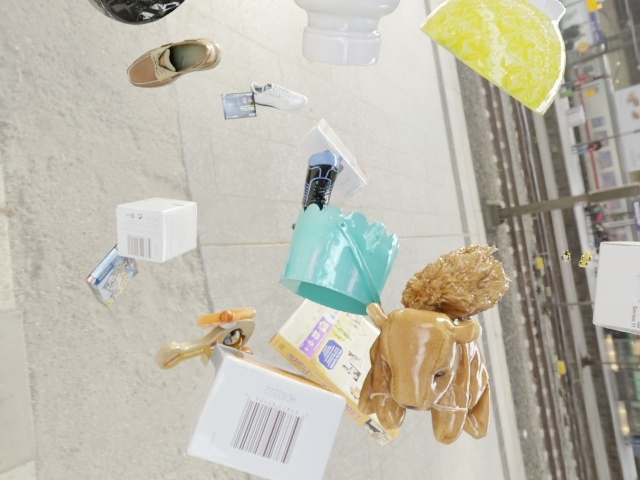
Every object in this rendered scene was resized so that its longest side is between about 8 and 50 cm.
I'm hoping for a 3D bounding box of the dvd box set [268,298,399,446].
[{"bbox_3d":[0.086,0.338,1.257,0.420,0.062,0.307,41,34,2],"label":"dvd box set"}]

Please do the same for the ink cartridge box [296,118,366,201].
[{"bbox_3d":[0.053,-0.341,1.808,0.306,0.131,0.226,47,20,-14],"label":"ink cartridge box"}]

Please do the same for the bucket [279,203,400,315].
[{"bbox_3d":[0.044,0.056,1.034,0.281,0.281,0.183,37,66,-45],"label":"bucket"}]

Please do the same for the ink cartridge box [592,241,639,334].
[{"bbox_3d":[0.580,0.079,0.794,0.208,0.086,0.153,1,94,-47],"label":"ink cartridge box"}]

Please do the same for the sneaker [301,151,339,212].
[{"bbox_3d":[-0.001,-0.125,1.046,0.232,0.081,0.091,110,-17,-70],"label":"sneaker"}]

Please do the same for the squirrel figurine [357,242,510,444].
[{"bbox_3d":[0.211,0.180,0.849,0.397,0.281,0.370,-69,152,-20],"label":"squirrel figurine"}]

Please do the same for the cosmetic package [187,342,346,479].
[{"bbox_3d":[-0.137,0.337,0.900,0.230,0.453,0.162,23,74,-11],"label":"cosmetic package"}]

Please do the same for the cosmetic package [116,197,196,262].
[{"bbox_3d":[-0.483,-0.037,1.281,0.183,0.151,0.152,-43,140,-70],"label":"cosmetic package"}]

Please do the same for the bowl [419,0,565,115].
[{"bbox_3d":[0.345,-0.379,0.790,0.289,0.156,0.289,25,31,-17],"label":"bowl"}]

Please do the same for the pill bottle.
[{"bbox_3d":[0.044,-0.441,0.641,0.176,0.176,0.319,-44,146,-51],"label":"pill bottle"}]

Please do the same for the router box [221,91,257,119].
[{"bbox_3d":[-0.302,-0.500,1.591,0.038,0.122,0.092,-121,-156,-71],"label":"router box"}]

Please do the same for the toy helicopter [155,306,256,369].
[{"bbox_3d":[-0.344,0.314,1.346,0.355,0.140,0.235,-7,131,-51],"label":"toy helicopter"}]

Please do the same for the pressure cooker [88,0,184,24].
[{"bbox_3d":[-0.531,-0.796,1.028,0.370,0.375,0.420,-42,88,-24],"label":"pressure cooker"}]

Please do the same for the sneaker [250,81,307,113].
[{"bbox_3d":[-0.167,-0.568,1.691,0.095,0.235,0.090,82,20,-55],"label":"sneaker"}]

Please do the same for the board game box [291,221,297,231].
[{"bbox_3d":[0.000,0.000,1.461,0.186,0.126,0.026,59,25,-21],"label":"board game box"}]

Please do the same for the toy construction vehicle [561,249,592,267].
[{"bbox_3d":[0.825,0.054,1.376,0.098,0.085,0.035,34,68,-51],"label":"toy construction vehicle"}]

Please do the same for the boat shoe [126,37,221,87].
[{"bbox_3d":[-0.493,-0.592,1.407,0.120,0.323,0.123,-75,147,-72],"label":"boat shoe"}]

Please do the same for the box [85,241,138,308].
[{"bbox_3d":[-0.666,0.113,1.383,0.044,0.233,0.159,31,60,-2],"label":"box"}]
